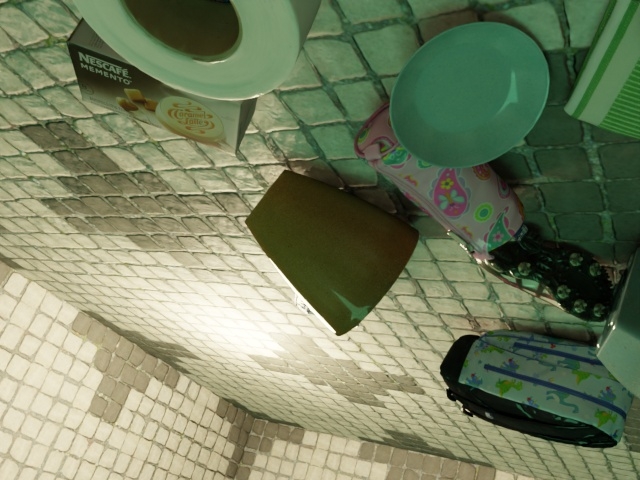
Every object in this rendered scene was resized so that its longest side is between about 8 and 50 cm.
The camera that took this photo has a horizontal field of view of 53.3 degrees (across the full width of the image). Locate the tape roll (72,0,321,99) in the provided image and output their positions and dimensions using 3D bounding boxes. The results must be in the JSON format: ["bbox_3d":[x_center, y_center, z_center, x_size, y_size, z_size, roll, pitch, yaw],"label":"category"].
[{"bbox_3d":[-0.143,-0.292,0.725,0.286,0.100,0.286,15,154,7],"label":"tape roll"}]

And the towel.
[{"bbox_3d":[0.450,-0.173,0.671,0.324,0.038,0.248,13,154,9],"label":"towel"}]

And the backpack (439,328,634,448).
[{"bbox_3d":[0.495,0.330,1.417,0.355,0.273,0.290,24,163,47],"label":"backpack"}]

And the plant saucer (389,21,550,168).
[{"bbox_3d":[0.177,-0.178,0.779,0.194,0.037,0.195,-3,130,-4],"label":"plant saucer"}]

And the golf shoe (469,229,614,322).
[{"bbox_3d":[0.386,0.053,1.111,0.272,0.105,0.120,29,170,-11],"label":"golf shoe"}]

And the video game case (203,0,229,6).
[{"bbox_3d":[-0.187,-0.343,0.786,0.166,0.015,0.119,24,153,-9],"label":"video game case"}]

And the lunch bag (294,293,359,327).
[{"bbox_3d":[0.026,0.114,1.458,0.176,0.090,0.219,20,153,4],"label":"lunch bag"}]

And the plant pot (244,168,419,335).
[{"bbox_3d":[0.000,0.000,1.126,0.254,0.237,0.237,37,152,-6],"label":"plant pot"}]

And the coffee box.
[{"bbox_3d":[-0.219,-0.234,0.924,0.246,0.098,0.141,20,154,-3],"label":"coffee box"}]

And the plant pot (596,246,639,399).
[{"bbox_3d":[0.577,0.137,0.975,0.252,0.248,0.247,19,156,21],"label":"plant pot"}]

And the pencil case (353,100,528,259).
[{"bbox_3d":[0.179,-0.086,0.926,0.284,0.124,0.124,37,149,-32],"label":"pencil case"}]
